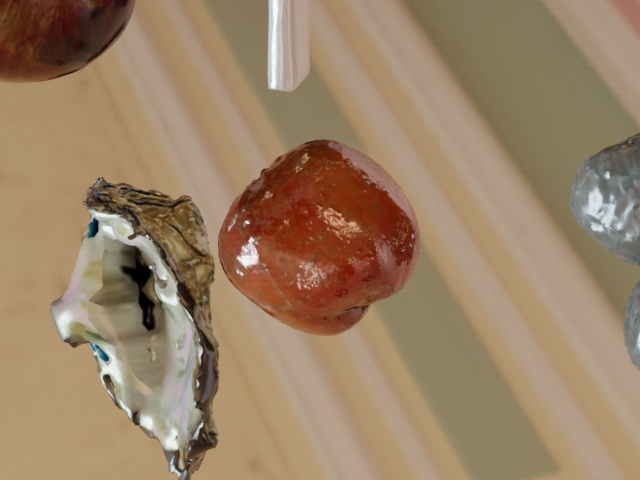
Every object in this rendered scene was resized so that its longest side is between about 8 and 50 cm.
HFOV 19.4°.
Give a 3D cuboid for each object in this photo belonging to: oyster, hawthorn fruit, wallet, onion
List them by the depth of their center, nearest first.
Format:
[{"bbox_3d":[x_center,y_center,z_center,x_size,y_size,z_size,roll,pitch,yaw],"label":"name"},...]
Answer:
[{"bbox_3d":[-0.143,-0.128,0.905,0.118,0.118,0.117,34,-109,27],"label":"onion"},{"bbox_3d":[0.000,0.000,1.194,0.128,0.128,0.128,4,-138,-3],"label":"hawthorn fruit"},{"bbox_3d":[-0.134,0.059,1.450,0.092,0.198,0.259,-14,-137,-32],"label":"oyster"},{"bbox_3d":[-0.023,-0.183,1.480,0.025,0.122,0.061,11,-154,20],"label":"wallet"}]

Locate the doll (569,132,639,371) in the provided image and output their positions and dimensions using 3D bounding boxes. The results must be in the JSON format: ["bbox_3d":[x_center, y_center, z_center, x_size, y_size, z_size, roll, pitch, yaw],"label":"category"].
[{"bbox_3d":[0.293,-0.012,0.884,0.340,0.246,0.158,-15,-165,12],"label":"doll"}]
